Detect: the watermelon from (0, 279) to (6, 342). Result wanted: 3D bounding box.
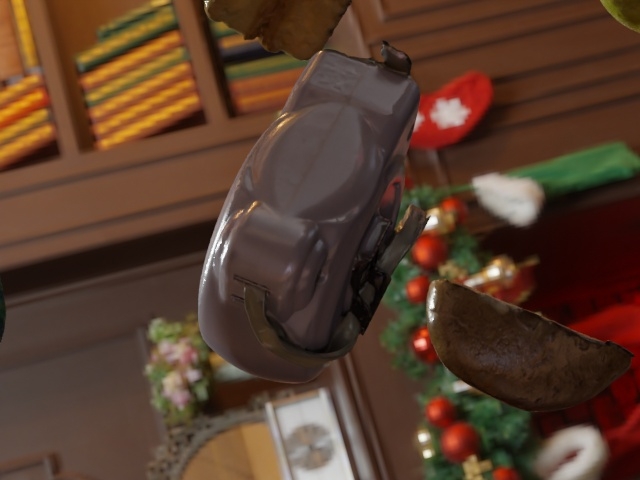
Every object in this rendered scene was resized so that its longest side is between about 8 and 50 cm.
[{"bbox_3d":[-0.356,0.097,1.210,0.146,0.231,0.128,46,-158,-36],"label":"watermelon"}]

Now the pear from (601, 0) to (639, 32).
[{"bbox_3d":[0.366,-0.293,1.356,0.200,0.200,0.200,166,90,-81],"label":"pear"}]

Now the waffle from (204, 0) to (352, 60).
[{"bbox_3d":[0.028,-0.358,1.057,0.261,0.114,0.376,122,166,-57],"label":"waffle"}]

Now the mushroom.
[{"bbox_3d":[0.187,0.106,1.251,0.094,0.210,0.072,-64,14,2],"label":"mushroom"}]

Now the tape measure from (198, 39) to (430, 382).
[{"bbox_3d":[0.001,0.000,0.864,0.178,0.105,0.196,94,-161,-60],"label":"tape measure"}]
